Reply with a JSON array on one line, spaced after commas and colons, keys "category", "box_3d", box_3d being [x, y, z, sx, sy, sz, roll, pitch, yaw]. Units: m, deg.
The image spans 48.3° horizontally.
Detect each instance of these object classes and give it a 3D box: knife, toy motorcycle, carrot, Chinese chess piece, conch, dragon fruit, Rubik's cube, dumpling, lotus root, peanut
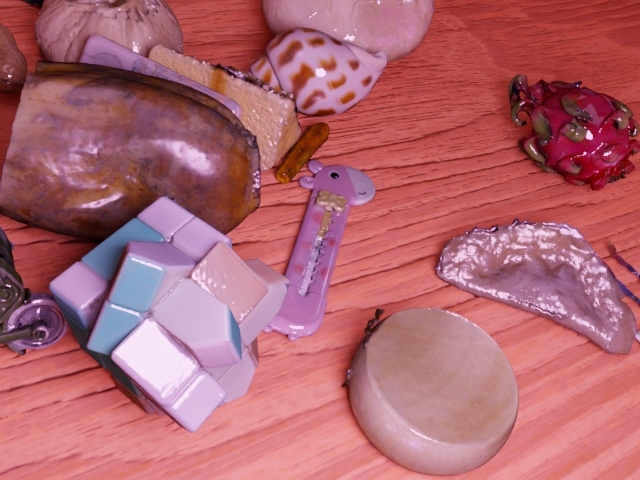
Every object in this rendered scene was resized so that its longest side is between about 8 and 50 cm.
[{"category": "knife", "box_3d": [0.000, 0.000, 1.121, 0.132, 0.038, 0.399, 17, 46, 1]}, {"category": "toy motorcycle", "box_3d": [-0.432, 0.019, 0.857, 0.127, 0.275, 0.205, -36, 37, -9]}, {"category": "carrot", "box_3d": [-0.031, -0.155, 1.255, 0.042, 0.042, 0.171, 28, 49, 7]}, {"category": "Chinese chess piece", "box_3d": [0.147, 0.195, 0.953, 0.237, 0.092, 0.238, 9, 48, -10]}, {"category": "conch", "box_3d": [-0.022, -0.305, 1.319, 0.274, 0.183, 0.149, 11, 74, 5]}, {"category": "dragon fruit", "box_3d": [0.490, -0.216, 1.399, 0.218, 0.198, 0.273, -25, 32, -3]}, {"category": "Rubik's cube", "box_3d": [-0.160, 0.087, 0.839, 0.213, 0.265, 0.224, 32, 59, 26]}, {"category": "dumpling", "box_3d": [0.360, 0.055, 1.160, 0.332, 0.086, 0.166, 25, 78, 4]}, {"category": "lotus root", "box_3d": [-0.254, -0.114, 1.005, 0.345, 0.250, 0.251, 7, 47, -13]}, {"category": "peanut", "box_3d": [-0.541, -0.307, 1.192, 0.080, 0.080, 0.174, -18, 56, -32]}]

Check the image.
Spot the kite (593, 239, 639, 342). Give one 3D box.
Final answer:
[{"category": "kite", "box_3d": [0.576, 0.148, 1.194, 0.204, 0.022, 0.360, -17, 60, -31]}]

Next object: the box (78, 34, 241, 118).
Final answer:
[{"category": "box", "box_3d": [-0.275, -0.215, 1.162, 0.285, 0.142, 0.044, 27, 12, 7]}]

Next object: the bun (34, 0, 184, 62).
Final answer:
[{"category": "bun", "box_3d": [-0.366, -0.385, 1.275, 0.259, 0.152, 0.259, 9, 44, -9]}]

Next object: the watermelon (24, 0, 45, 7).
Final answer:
[{"category": "watermelon", "box_3d": [-0.530, -0.609, 1.405, 0.250, 0.283, 0.292, 6, 19, -34]}]

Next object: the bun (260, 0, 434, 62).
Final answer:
[{"category": "bun", "box_3d": [0.059, -0.510, 1.476, 0.360, 0.213, 0.361, 9, 37, -7]}]

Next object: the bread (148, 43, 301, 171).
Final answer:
[{"category": "bread", "box_3d": [-0.169, -0.223, 1.218, 0.266, 0.142, 0.178, 27, 5, 9]}]
